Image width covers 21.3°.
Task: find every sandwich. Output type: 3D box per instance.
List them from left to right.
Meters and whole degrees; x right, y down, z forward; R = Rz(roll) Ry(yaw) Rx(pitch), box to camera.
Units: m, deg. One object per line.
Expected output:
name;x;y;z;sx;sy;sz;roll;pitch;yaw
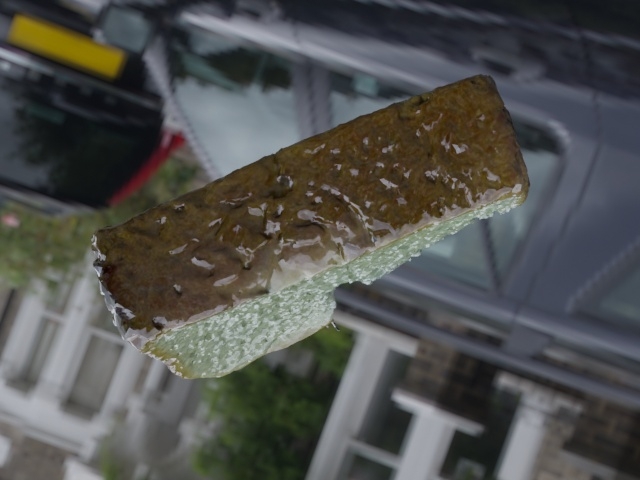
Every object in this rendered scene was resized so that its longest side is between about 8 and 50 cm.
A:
sandwich;-0.002;-0.005;1.149;0.288;0.099;0.254;-23;168;4
